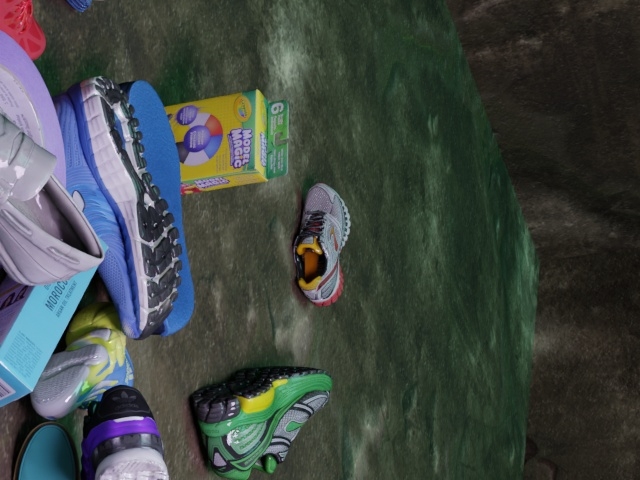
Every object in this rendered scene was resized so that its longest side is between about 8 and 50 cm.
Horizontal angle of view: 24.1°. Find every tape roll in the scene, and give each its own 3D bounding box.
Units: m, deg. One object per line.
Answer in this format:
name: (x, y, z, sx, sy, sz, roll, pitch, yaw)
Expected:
tape roll: (-0.395, -0.101, 1.690, 0.275, 0.090, 0.274, -10, 90, -69)

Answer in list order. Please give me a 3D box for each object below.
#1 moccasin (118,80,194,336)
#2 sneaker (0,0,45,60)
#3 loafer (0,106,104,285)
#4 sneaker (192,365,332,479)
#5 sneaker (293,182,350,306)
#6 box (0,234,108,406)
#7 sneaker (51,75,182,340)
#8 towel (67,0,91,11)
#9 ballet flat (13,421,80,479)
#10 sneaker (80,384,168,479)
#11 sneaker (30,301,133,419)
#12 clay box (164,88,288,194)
moccasin: (-0.259, -0.038, 1.995, 0.138, 0.117, 0.342, -8, 94, -61)
sneaker: (-0.361, -0.281, 1.794, 0.221, 0.128, 0.087, 36, 49, -62)
loafer: (-0.329, -0.080, 1.567, 0.319, 0.111, 0.112, 62, 28, -42)
sneaker: (-0.089, 0.277, 2.327, 0.343, 0.134, 0.146, -16, 104, -60)
sneaker: (0.000, 0.000, 2.695, 0.093, 0.088, 0.225, 39, 46, -59)
box: (-0.335, 0.084, 1.721, 0.060, 0.100, 0.244, 47, 38, -23)
sneaker: (-0.277, -0.032, 1.884, 0.130, 0.147, 0.330, -30, 104, -71)
towel: (-0.334, -0.378, 2.048, 0.067, 0.029, 0.119, 47, 40, -56)
ballet flat: (-0.321, 0.332, 1.762, 0.073, 0.080, 0.232, 112, -23, -74)
sneaker: (-0.240, 0.268, 1.802, 0.293, 0.102, 0.146, 113, -33, -53)
sneaker: (-0.281, 0.179, 1.870, 0.240, 0.091, 0.126, -65, 142, -59)
clay box: (-0.155, -0.139, 2.147, 0.053, 0.222, 0.127, 42, 43, -59)
